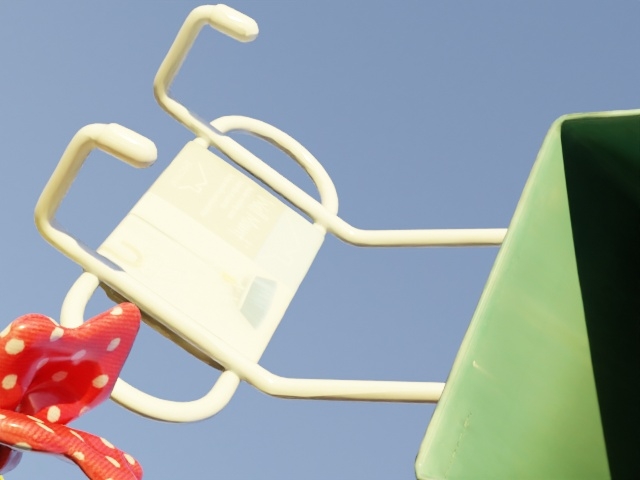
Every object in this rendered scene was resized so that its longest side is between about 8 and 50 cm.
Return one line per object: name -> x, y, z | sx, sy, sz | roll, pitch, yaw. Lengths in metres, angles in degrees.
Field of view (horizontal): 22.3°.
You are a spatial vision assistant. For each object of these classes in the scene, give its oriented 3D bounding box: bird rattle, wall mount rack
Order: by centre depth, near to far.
bird rattle -> -0.205, 0.108, 0.799 | 0.253, 0.207, 0.143 | -9, -95, 62
wall mount rack -> 0.000, 0.000, 1.007 | 0.304, 0.350, 0.130 | 34, -58, -3

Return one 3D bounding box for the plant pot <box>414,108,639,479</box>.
plant pot -> 0.195, 0.076, 0.649 | 0.234, 0.165, 0.166 | 34, -19, -32
